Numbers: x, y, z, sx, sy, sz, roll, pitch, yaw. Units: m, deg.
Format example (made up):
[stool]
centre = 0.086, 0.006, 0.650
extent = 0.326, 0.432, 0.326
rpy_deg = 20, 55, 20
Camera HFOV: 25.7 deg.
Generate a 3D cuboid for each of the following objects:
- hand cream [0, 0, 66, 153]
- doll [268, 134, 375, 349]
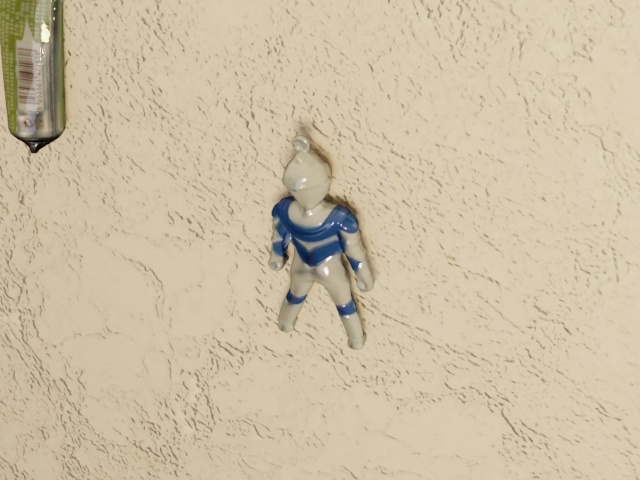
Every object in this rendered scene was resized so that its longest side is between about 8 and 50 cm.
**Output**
[hand cream]
centre = -0.279, -0.200, 1.360
extent = 0.086, 0.055, 0.235
rpy_deg = 9, 113, 20
[doll]
centre = 0.000, 0.000, 1.319
extent = 0.114, 0.057, 0.227
rpy_deg = 16, 132, 26
